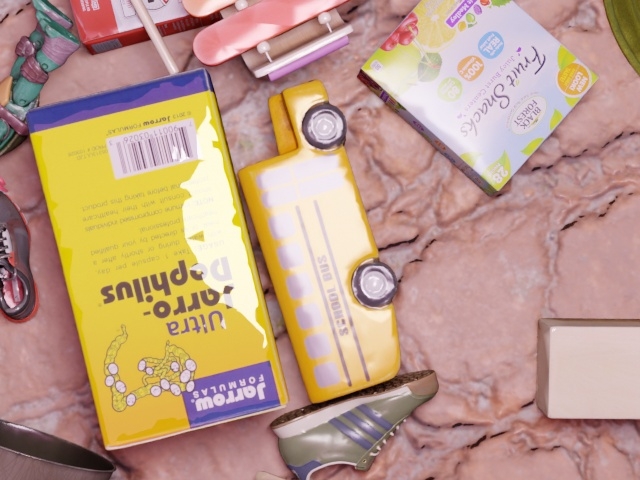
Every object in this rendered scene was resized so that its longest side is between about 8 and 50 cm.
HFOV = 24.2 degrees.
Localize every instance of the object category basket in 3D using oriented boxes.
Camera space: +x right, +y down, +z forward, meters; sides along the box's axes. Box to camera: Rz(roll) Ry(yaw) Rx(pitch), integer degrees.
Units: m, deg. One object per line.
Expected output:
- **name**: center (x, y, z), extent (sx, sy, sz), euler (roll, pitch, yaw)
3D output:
- **basket**: center (-0.349, 0.319, 1.590), extent (0.204, 0.154, 0.227), euler (18, 90, -2)

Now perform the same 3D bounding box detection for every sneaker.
- **sneaker**: center (0.047, 0.211, 1.649), extent (0.192, 0.064, 0.086), euler (-18, 95, -2)
- **sneaker**: center (-0.348, 0.013, 1.645), extent (0.061, 0.065, 0.158), euler (-20, 88, -2)

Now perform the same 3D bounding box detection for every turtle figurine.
- **turtle figurine**: center (-0.359, -0.154, 1.633), extent (0.234, 0.118, 0.175), euler (-49, 46, 9)

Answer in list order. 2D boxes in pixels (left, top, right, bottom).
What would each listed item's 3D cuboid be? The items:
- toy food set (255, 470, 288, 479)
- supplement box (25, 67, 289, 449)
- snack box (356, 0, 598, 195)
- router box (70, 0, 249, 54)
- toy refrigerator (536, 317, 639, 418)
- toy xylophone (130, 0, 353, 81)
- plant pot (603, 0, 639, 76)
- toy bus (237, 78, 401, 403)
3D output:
- **toy food set**: center (-0.048, 0.358, 1.652), extent (0.132, 0.038, 0.192), euler (22, 92, 7)
- **supplement box**: center (-0.167, 0.022, 1.584), extent (0.195, 0.194, 0.357), euler (-14, 87, -2)
- **snack box**: center (0.175, -0.182, 1.667), extent (0.207, 0.070, 0.174), euler (41, 86, -1)
- **router box**: center (-0.159, -0.409, 1.664), extent (0.301, 0.082, 0.335), euler (-15, 87, -2)
- **toy refrigerator**: center (0.378, 0.140, 1.644), extent (0.269, 0.094, 0.102), euler (0, 94, -1)
- **toy xylophone**: center (-0.105, -0.307, 1.577), extent (0.236, 0.081, 0.323), euler (-34, 88, -3)
- **plant pot**: center (0.509, -0.318, 1.541), extent (0.366, 0.353, 0.366), euler (0, 86, -2)
- **toy bus**: center (0.000, 0.000, 1.634), extent (0.130, 0.108, 0.333), euler (-18, 88, -1)
